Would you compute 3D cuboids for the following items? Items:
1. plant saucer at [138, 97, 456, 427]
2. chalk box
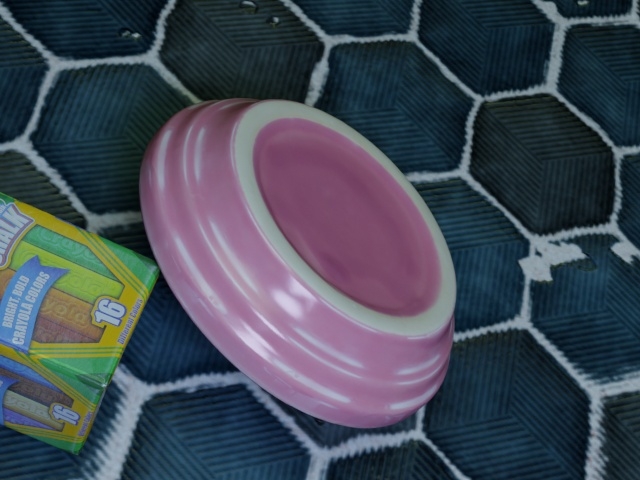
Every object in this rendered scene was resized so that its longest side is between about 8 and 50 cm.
[{"bbox_3d":[0.000,0.000,1.335,0.332,0.084,0.332,32,35,-26],"label":"plant saucer"},{"bbox_3d":[-0.258,0.055,1.243,0.213,0.132,0.132,24,53,-6],"label":"chalk box"}]
